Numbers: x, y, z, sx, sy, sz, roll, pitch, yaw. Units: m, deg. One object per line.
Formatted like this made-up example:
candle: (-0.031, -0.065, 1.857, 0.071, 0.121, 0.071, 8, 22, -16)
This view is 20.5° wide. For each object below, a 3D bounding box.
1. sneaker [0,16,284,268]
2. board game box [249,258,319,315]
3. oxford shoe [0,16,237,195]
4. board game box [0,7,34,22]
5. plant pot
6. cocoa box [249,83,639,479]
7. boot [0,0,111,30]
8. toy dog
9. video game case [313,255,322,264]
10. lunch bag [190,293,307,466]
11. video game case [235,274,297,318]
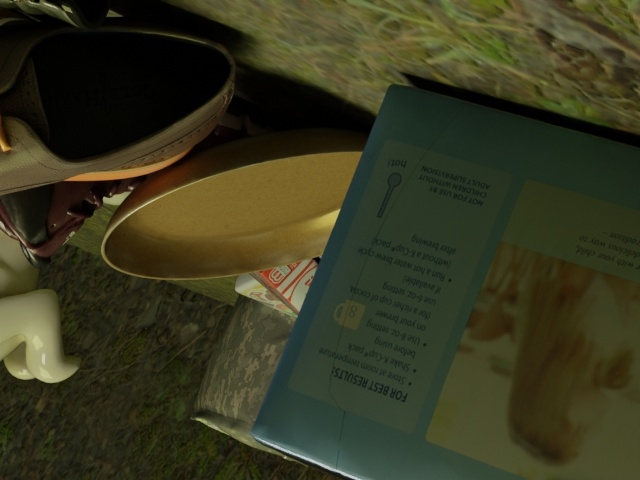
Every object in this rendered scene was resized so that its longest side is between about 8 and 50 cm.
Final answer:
sneaker: (-0.150, -0.045, 1.305, 0.281, 0.162, 0.106, 21, 176, -27)
board game box: (-0.053, 0.008, 1.628, 0.193, 0.045, 0.147, 38, 174, 46)
oxford shoe: (-0.225, -0.078, 1.055, 0.363, 0.130, 0.133, -15, 180, -22)
board game box: (-0.382, -0.188, 1.360, 0.242, 0.064, 0.316, 27, 171, -38)
plant pot: (-0.041, -0.028, 1.248, 0.236, 0.032, 0.236, -13, 162, -4)
cocoa box: (0.182, 0.084, 1.010, 0.347, 0.231, 0.228, 18, 172, 29)
boot: (-0.240, -0.180, 0.974, 0.161, 0.083, 0.246, 10, 174, 41)
toy dog: (-0.451, 0.059, 2.080, 0.395, 0.408, 0.284, 25, 172, -32)
video game case: (0.000, 0.000, 1.517, 0.196, 0.026, 0.274, 44, 176, 10)
lunch bag: (-0.023, 0.127, 1.998, 0.169, 0.235, 0.287, 24, 172, -7)
video game case: (0.056, 0.054, 1.764, 0.206, 0.026, 0.227, 25, 154, -24)
